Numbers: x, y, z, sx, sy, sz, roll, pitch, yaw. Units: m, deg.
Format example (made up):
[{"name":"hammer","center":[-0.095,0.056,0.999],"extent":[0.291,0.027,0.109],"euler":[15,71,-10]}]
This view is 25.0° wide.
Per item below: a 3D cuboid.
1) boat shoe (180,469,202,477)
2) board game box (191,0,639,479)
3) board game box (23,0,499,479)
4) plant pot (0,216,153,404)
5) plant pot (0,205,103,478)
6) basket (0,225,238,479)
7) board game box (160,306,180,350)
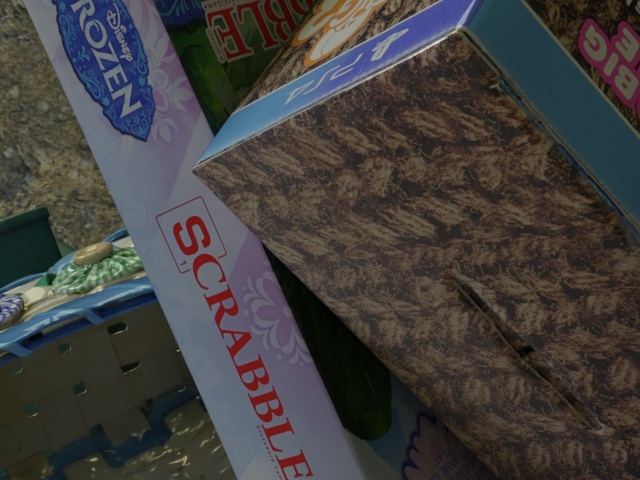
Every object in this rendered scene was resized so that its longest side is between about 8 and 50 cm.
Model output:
[{"name":"boat shoe","center":[-0.062,0.164,1.073],"extent":[0.153,0.048,0.056],"euler":[-30,12,26]},{"name":"board game box","center":[0.135,-0.062,0.557],"extent":[0.141,0.232,0.291],"euler":[-21,29,50]},{"name":"board game box","center":[0.050,-0.021,0.652],"extent":[0.066,0.318,0.319],"euler":[-22,4,39]},{"name":"plant pot","center":[-0.284,0.137,1.422],"extent":[0.196,0.293,0.293],"euler":[15,29,41]},{"name":"plant pot","center":[-0.294,0.142,1.180],"extent":[0.272,0.255,0.271],"euler":[-25,3,2]},{"name":"basket","center":[-0.108,0.124,0.751],"extent":[0.255,0.201,0.289],"euler":[-25,37,-19]},{"name":"board game box","center":[0.007,0.034,1.183],"extent":[0.224,0.097,0.303],"euler":[-32,24,-25]}]
